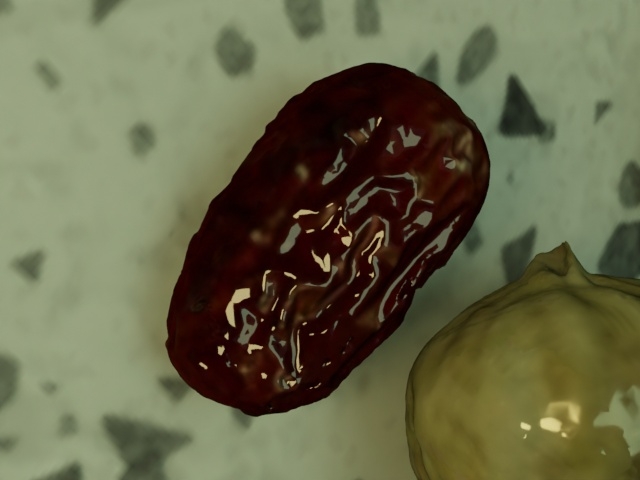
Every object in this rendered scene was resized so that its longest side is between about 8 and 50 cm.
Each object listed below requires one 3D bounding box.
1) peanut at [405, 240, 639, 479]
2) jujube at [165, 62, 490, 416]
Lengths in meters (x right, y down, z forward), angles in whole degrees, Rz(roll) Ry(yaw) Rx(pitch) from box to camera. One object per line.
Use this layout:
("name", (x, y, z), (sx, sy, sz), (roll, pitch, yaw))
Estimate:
("peanut", (0.121, 0.086, 0.434), (0.224, 0.129, 0.129), (45, 68, -39))
("jujube", (0.000, 0.000, 0.372), (0.077, 0.077, 0.129), (44, 80, -31))
